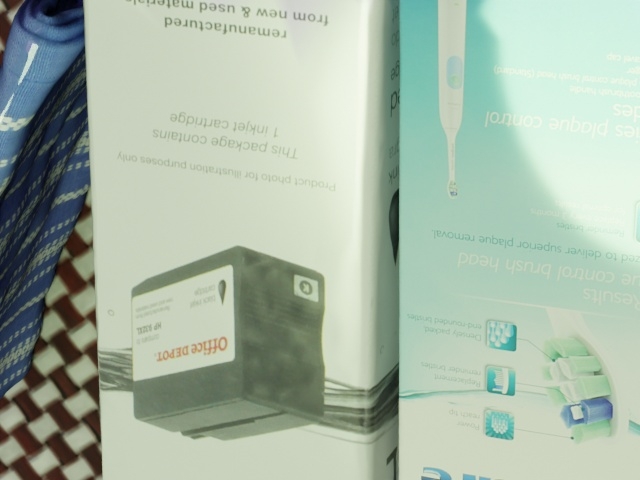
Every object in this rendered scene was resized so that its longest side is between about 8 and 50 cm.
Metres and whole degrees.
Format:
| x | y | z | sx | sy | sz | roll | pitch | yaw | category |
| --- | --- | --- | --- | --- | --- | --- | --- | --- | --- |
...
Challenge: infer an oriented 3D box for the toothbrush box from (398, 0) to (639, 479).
| x | y | z | sx | sy | sz | roll | pitch | yaw | category |
| --- | --- | --- | --- | --- | --- | --- | --- | --- | --- |
| 0.121 | -0.039 | 0.803 | 0.126 | 0.216 | 0.295 | 9 | 114 | 19 | toothbrush box |

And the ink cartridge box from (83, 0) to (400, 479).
| x | y | z | sx | sy | sz | roll | pitch | yaw | category |
| --- | --- | --- | --- | --- | --- | --- | --- | --- | --- |
| 0.000 | 0.000 | 0.865 | 0.129 | 0.223 | 0.307 | 8 | 114 | 17 | ink cartridge box |

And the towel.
| x | y | z | sx | sy | sz | roll | pitch | yaw | category |
| --- | --- | --- | --- | --- | --- | --- | --- | --- | --- |
| -0.138 | -0.005 | 0.914 | 0.040 | 0.243 | 0.336 | 25 | 120 | 0 | towel |
